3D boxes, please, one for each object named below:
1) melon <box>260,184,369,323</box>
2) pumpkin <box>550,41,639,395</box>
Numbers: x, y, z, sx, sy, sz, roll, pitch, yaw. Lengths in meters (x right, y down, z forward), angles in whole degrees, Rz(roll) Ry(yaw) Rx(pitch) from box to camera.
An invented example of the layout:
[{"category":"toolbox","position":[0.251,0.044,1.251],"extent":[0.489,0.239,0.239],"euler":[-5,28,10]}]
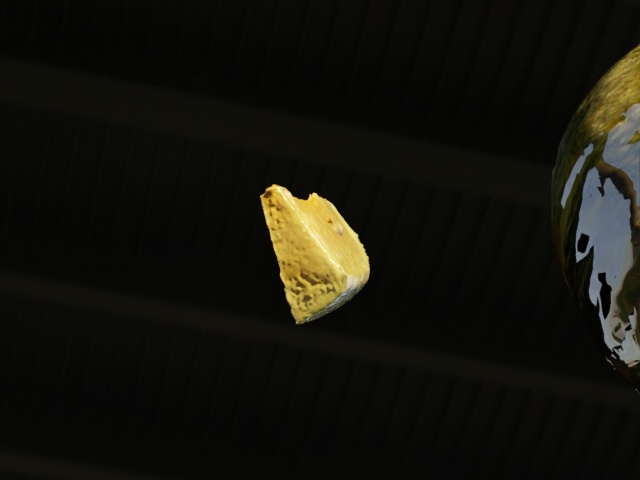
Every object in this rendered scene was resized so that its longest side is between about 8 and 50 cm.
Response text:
[{"category":"melon","position":[0.003,0.007,1.210],"extent":[0.054,0.182,0.098],"euler":[-29,-98,12]},{"category":"pumpkin","position":[0.283,0.001,0.906],"extent":[0.321,0.320,0.192],"euler":[8,-60,-6]}]
